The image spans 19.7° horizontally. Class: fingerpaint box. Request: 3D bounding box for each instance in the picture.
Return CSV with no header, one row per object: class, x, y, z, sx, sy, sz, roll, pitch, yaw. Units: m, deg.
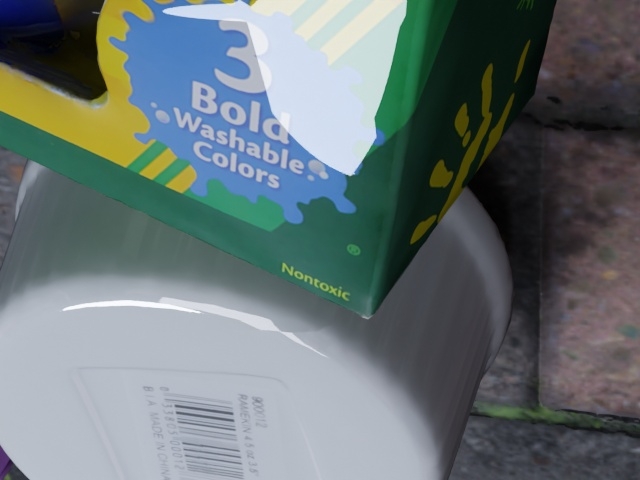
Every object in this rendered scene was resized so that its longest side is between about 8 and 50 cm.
fingerpaint box,-0.123,-0.222,0.649,0.445,0.163,0.371,25,140,14

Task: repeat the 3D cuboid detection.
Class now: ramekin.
ramekin,-0.046,0.057,0.967,0.277,0.135,0.277,10,139,9

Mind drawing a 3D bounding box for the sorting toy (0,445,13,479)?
sorting toy,-0.190,0.231,1.312,0.126,0.127,0.365,15,146,50
